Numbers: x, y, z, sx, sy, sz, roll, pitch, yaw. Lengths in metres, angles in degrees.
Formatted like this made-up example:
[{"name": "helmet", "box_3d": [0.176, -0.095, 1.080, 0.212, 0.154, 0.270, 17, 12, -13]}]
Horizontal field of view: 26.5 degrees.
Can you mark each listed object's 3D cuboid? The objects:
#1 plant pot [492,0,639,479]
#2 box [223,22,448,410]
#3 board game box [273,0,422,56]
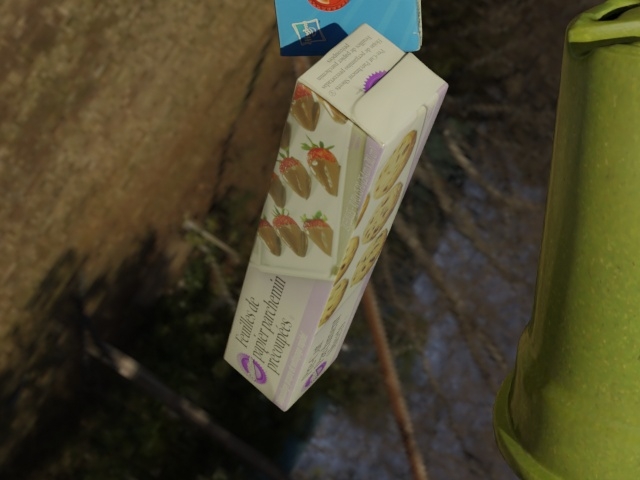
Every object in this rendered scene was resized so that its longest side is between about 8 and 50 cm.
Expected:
[{"name": "plant pot", "box_3d": [0.231, -0.005, 0.770, 0.276, 0.276, 0.253, -72, 158, -66]}, {"name": "box", "box_3d": [0.000, 0.000, 0.850, 0.067, 0.063, 0.324, -42, 164, -32]}, {"name": "board game box", "box_3d": [0.009, -0.320, 0.814, 0.308, 0.086, 0.302, -87, 173, -49]}]
